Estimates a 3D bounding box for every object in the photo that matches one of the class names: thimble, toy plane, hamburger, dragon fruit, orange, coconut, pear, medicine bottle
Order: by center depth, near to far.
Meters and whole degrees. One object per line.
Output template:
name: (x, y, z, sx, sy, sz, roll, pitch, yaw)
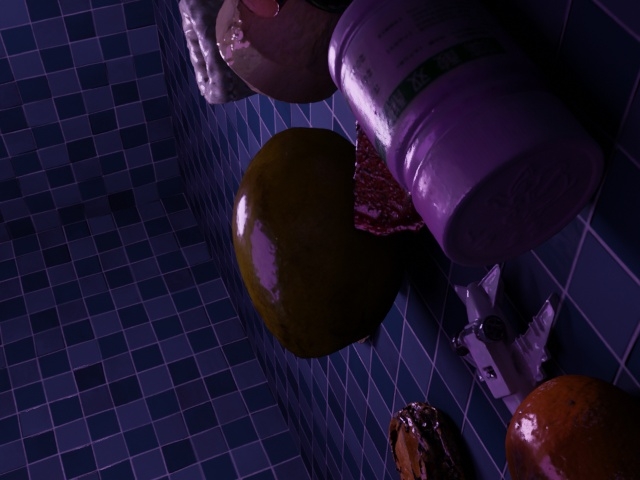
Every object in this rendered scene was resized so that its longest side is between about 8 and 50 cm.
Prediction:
orange: (0.315, 0.274, 0.987, 0.224, 0.170, 0.224, 165, 90, -73)
medicine bottle: (0.162, -0.154, 0.993, 0.212, 0.212, 0.325, 94, 155, -52)
toy plane: (0.263, 0.168, 1.183, 0.251, 0.101, 0.255, -41, 67, 60)
dragon fruit: (0.130, -0.134, 1.265, 0.189, 0.162, 0.262, -78, -12, -50)
coconut: (-0.057, -0.359, 1.437, 0.259, 0.259, 0.259, 163, 90, -74)
pear: (0.000, 0.000, 1.497, 0.352, 0.351, 0.414, 157, 106, -74)
hamburger: (0.211, 0.434, 1.639, 0.231, 0.106, 0.231, 164, 90, -79)
thimble: (-0.211, -0.473, 1.971, 0.291, 0.195, 0.292, 163, 90, -79)

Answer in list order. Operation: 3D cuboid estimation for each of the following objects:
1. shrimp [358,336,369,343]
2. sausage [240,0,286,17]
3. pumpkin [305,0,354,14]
shrimp: (0.048, 0.072, 1.904, 0.233, 0.071, 0.365, 21, 127, 59)
sausage: (-0.032, -0.466, 1.304, 0.074, 0.274, 0.074, 25, 153, 13)
pumpkin: (0.022, -0.455, 1.115, 0.315, 0.238, 0.315, 159, 90, -78)
